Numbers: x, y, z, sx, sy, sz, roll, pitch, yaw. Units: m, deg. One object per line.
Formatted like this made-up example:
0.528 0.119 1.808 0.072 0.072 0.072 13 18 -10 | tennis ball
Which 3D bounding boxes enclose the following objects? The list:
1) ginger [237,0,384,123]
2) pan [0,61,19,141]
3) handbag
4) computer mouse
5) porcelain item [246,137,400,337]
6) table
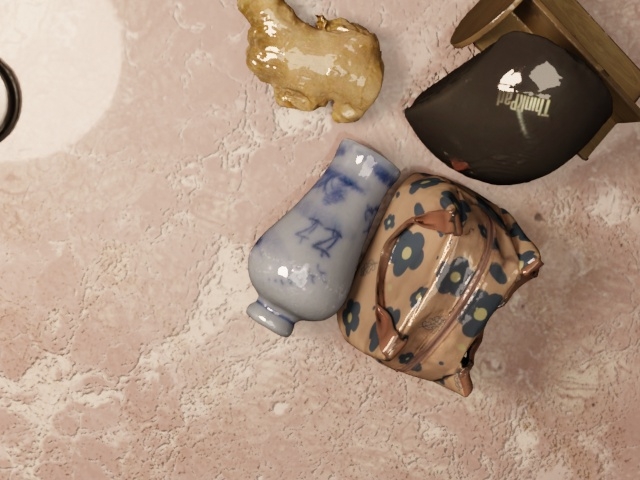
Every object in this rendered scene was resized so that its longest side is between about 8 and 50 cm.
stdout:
-0.025 -0.233 1.297 0.213 0.074 0.137 25 89 -11 | ginger
-0.442 -0.227 1.300 0.136 0.028 0.235 10 99 -5 | pan
0.152 0.060 1.291 0.190 0.193 0.252 25 97 -12 | handbag
0.215 -0.137 1.228 0.170 0.269 0.100 39 66 -11 | computer mouse
0.000 0.000 1.310 0.141 0.141 0.259 33 89 -8 | porcelain item
0.297 -0.222 1.274 0.226 0.167 0.167 43 95 -14 | table
